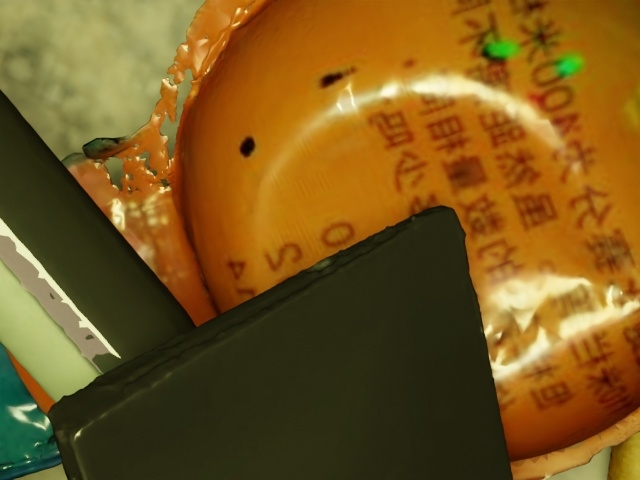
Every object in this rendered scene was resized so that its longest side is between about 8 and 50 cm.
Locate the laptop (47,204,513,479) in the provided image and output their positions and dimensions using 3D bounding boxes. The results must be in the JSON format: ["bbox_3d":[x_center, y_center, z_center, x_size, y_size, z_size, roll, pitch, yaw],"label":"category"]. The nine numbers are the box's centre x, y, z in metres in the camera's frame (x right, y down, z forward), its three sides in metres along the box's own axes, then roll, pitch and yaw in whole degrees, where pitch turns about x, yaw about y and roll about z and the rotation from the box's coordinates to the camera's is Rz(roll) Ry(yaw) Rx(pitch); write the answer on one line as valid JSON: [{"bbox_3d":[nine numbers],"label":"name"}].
[{"bbox_3d":[0.005,0.098,0.473,0.135,0.016,0.197,-28,121,-27],"label":"laptop"}]

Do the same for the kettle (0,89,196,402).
[{"bbox_3d":[-0.194,0.103,0.510,0.361,0.250,0.377,-25,99,22],"label":"kettle"}]

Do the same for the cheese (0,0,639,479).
[{"bbox_3d":[0.000,0.000,0.551,0.329,0.129,0.217,-18,106,16],"label":"cheese"}]

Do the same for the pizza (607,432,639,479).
[{"bbox_3d":[0.172,0.082,0.607,0.131,0.041,0.178,-1,103,5],"label":"pizza"}]
